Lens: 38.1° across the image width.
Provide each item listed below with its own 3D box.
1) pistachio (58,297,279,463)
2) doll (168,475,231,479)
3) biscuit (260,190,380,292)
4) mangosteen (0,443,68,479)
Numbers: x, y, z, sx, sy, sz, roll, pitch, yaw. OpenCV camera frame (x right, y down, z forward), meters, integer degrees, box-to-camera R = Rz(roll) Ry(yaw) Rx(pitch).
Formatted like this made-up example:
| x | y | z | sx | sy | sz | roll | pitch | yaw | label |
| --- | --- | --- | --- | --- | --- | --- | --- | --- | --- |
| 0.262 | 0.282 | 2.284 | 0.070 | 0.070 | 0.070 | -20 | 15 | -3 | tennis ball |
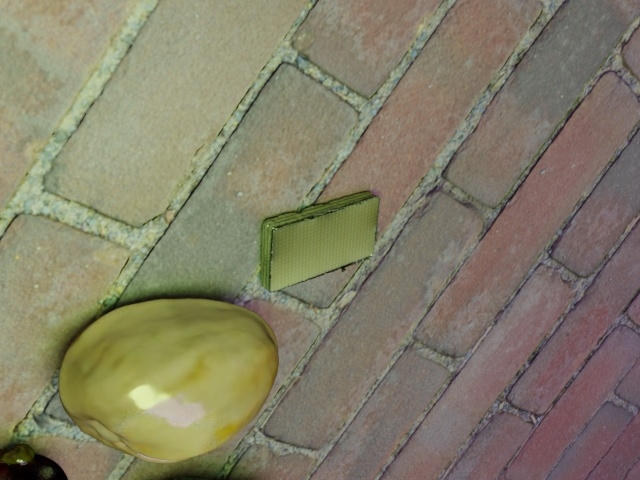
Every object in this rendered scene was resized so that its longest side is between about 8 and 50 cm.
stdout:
| x | y | z | sx | sy | sz | roll | pitch | yaw | label |
| --- | --- | --- | --- | --- | --- | --- | --- | --- | --- |
| -0.206 | 0.190 | 1.277 | 0.308 | 0.230 | 0.230 | -15 | 128 | -35 | pistachio |
| -0.172 | 0.501 | 1.509 | 0.247 | 0.247 | 0.349 | -46 | 140 | -2 | doll |
| 0.000 | 0.000 | 1.419 | 0.199 | 0.040 | 0.121 | -17 | 126 | -30 | biscuit |
| -0.423 | 0.349 | 1.272 | 0.152 | 0.152 | 0.153 | -20 | 130 | -26 | mangosteen |
